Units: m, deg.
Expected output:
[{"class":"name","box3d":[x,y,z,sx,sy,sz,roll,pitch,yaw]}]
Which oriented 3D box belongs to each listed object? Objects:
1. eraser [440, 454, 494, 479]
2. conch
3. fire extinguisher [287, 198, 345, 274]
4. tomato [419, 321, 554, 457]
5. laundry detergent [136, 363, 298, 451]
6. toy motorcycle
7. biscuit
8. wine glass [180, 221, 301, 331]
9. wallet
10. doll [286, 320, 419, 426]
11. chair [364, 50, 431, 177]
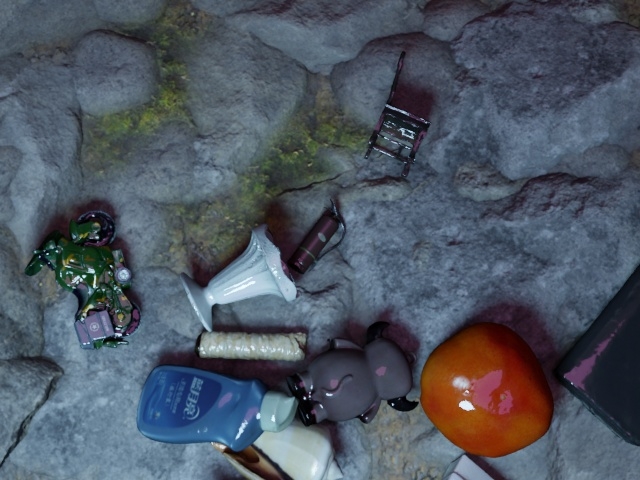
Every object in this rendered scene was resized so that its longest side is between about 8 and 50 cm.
[{"class":"eraser","box3d":[0.257,0.514,1.383,0.124,0.068,0.210,40,46,5]},{"class":"conch","box3d":[-0.073,0.399,1.419,0.255,0.127,0.158,21,76,26]},{"class":"fire extinguisher","box3d":[0.000,0.000,1.531,0.078,0.045,0.157,42,76,-24]},{"class":"tomato","box3d":[0.318,0.288,1.424,0.259,0.180,0.260,0,81,-3]},{"class":"laundry detergent","box3d":[-0.186,0.307,1.375,0.289,0.094,0.143,1,60,18]},{"class":"toy motorcycle","box3d":[-0.456,0.085,1.440,0.187,0.125,0.275,-18,80,-17]},{"class":"biscuit","box3d":[-0.135,0.205,1.470,0.219,0.055,0.061,4,68,-3]},{"class":"wine glass","box3d":[-0.154,0.079,1.450,0.196,0.165,0.165,-28,82,-1]},{"class":"wallet","box3d":[0.679,0.194,1.530,0.228,0.062,0.406,42,78,4]},{"class":"doll","box3d":[0.070,0.263,1.419,0.257,0.117,0.182,-17,82,-28]},{"class":"chair","box3d":[0.176,-0.266,1.563,0.113,0.106,0.229,23,79,2]}]
